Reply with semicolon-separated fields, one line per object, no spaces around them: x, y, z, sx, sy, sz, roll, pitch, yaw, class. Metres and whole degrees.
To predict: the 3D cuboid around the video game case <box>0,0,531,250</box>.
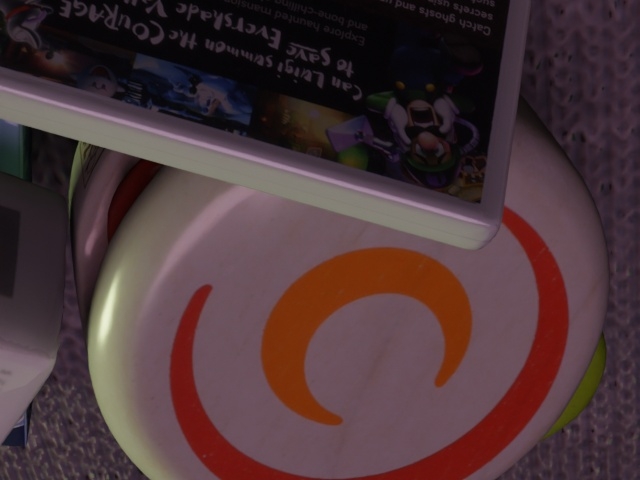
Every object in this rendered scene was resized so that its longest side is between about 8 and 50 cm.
-0.024;-0.098;0.461;0.190;0.173;0.022;16;151;-7;video game case

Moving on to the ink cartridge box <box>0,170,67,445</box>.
-0.316;0.078;0.578;0.308;0.091;0.385;18;136;-26;ink cartridge box

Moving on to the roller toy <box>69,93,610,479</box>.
0.000;0.000;0.557;0.191;0.146;0.209;-18;124;-3;roller toy

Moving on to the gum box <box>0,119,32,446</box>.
-0.203;0.007;0.616;0.157;0.041;0.184;3;126;-6;gum box
